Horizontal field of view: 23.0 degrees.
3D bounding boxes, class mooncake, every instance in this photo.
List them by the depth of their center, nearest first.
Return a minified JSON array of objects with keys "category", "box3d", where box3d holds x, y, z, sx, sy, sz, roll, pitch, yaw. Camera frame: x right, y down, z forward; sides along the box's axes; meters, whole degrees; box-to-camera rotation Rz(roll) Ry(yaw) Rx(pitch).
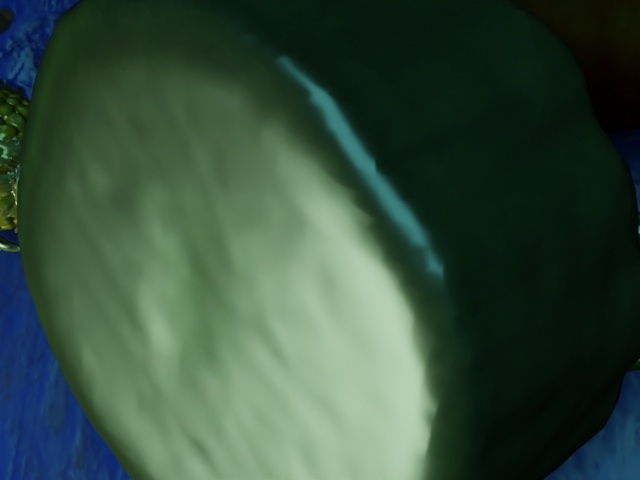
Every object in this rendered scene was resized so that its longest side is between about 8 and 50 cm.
[{"category":"mooncake","box3d":[0.000,0.000,0.861,0.356,0.194,0.356,23,126,36]}]

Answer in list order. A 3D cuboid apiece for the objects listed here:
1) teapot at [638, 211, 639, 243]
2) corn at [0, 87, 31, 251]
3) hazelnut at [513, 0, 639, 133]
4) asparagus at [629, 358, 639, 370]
[{"category":"teapot","box3d":[0.174,-0.001,0.962,0.111,0.043,0.042,-12,81,9]},{"category":"corn","box3d":[-0.302,-0.084,1.073,0.293,0.106,0.106,22,90,19]},{"category":"hazelnut","box3d":[0.139,-0.175,0.899,0.251,0.217,0.217,24,91,35]},{"category":"asparagus","box3d":[0.271,0.057,0.938,0.233,0.022,0.023,-7,38,16]}]
